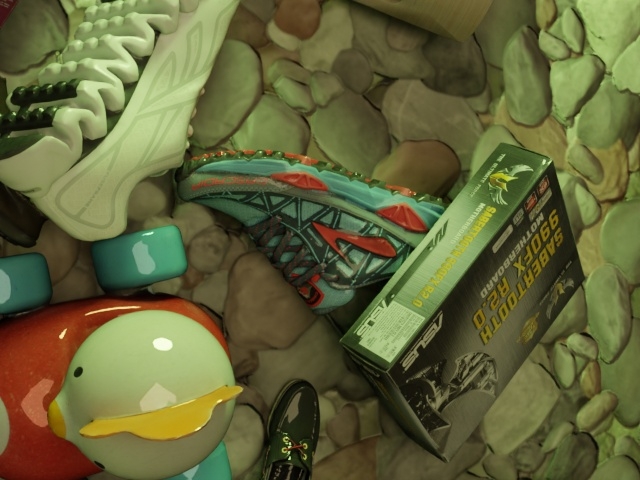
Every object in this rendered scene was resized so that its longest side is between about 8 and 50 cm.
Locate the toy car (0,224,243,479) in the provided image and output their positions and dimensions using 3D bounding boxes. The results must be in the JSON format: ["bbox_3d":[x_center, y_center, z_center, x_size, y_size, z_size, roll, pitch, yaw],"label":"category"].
[{"bbox_3d":[-0.145,0.107,0.591,0.211,0.238,0.219,-12,92,-21],"label":"toy car"}]

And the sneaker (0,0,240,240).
[{"bbox_3d":[-0.136,-0.126,0.670,0.292,0.110,0.118,-58,134,-29],"label":"sneaker"}]

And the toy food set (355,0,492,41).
[{"bbox_3d":[0.083,-0.360,0.783,0.220,0.092,0.306,20,80,-8],"label":"toy food set"}]

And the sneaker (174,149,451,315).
[{"bbox_3d":[0.000,0.000,0.724,0.262,0.104,0.125,14,86,-20],"label":"sneaker"}]

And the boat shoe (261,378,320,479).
[{"bbox_3d":[-0.025,0.187,0.742,0.049,0.042,0.132,17,81,-18],"label":"boat shoe"}]

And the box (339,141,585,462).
[{"bbox_3d":[0.135,0.058,0.751,0.231,0.056,0.183,-49,138,-16],"label":"box"}]

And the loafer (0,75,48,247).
[{"bbox_3d":[-0.263,-0.095,0.635,0.078,0.080,0.220,-35,101,-18],"label":"loafer"}]

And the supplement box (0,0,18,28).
[{"bbox_3d":[-0.240,-0.187,0.609,0.043,0.083,0.054,18,47,-38],"label":"supplement box"}]
